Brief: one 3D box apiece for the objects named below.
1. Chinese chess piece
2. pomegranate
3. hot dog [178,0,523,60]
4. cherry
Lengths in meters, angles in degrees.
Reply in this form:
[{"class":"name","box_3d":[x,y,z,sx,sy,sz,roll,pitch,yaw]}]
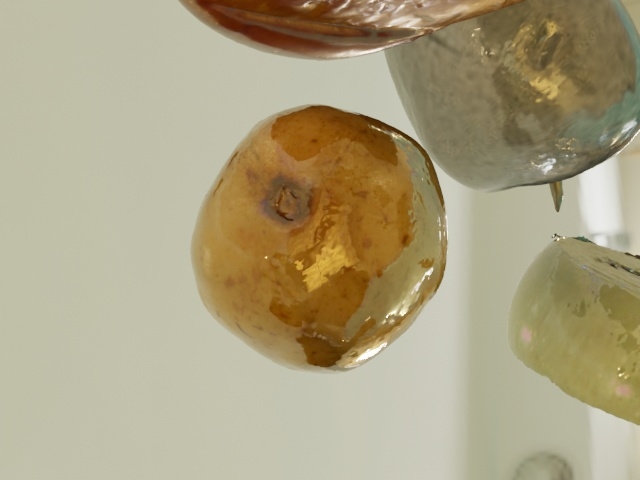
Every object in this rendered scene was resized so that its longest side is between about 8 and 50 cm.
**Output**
[{"class":"Chinese chess piece","box_3d":[0.381,0.114,1.676,0.146,0.349,0.349,-69,-17,9]},{"class":"pomegranate","box_3d":[0.000,0.000,1.043,0.196,0.196,0.196,-10,-90,-71]},{"class":"hot dog","box_3d":[0.013,-0.248,1.026,0.405,0.223,0.185,6,-127,-36]},{"class":"cherry","box_3d":[0.172,-0.163,1.369,0.296,0.218,0.255,59,177,-19]}]
